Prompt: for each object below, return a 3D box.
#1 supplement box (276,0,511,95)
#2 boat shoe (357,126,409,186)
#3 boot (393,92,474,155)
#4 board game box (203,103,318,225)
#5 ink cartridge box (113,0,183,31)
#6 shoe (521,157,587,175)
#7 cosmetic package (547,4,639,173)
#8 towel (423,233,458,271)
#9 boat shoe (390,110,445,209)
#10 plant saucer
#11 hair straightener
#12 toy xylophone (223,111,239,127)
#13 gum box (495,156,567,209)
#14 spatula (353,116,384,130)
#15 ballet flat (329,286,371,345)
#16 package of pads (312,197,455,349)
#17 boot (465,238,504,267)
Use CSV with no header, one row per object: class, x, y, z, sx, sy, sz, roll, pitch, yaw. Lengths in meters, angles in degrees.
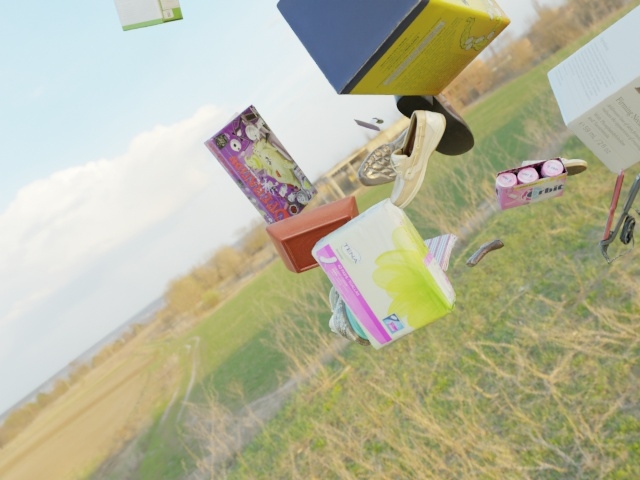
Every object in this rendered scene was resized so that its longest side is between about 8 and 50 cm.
supplement box,0.137,-0.385,0.965,0.356,0.194,0.195,-19,-19,-51
boat shoe,0.236,-0.260,1.845,0.324,0.123,0.116,-34,-2,-29
boot,0.253,-0.356,1.316,0.096,0.264,0.281,-36,40,40
board game box,-0.172,-0.217,1.717,0.056,0.347,0.208,-13,30,54
ink cartridge box,-0.549,-0.789,1.727,0.188,0.256,0.097,4,27,31
shoe,0.761,-0.245,1.855,0.218,0.076,0.059,-4,72,44
cosmetic package,1.065,-0.517,1.935,0.393,0.329,0.328,-37,34,37
towel,0.402,0.056,2.014,0.197,0.029,0.144,-19,45,63
boat shoe,0.144,-0.135,0.932,0.063,0.059,0.170,-117,44,-62
plant saucer,0.000,0.000,1.606,0.258,0.048,0.259,-20,-31,1
hair straightener,0.723,-0.050,1.333,0.088,0.231,0.047,12,19,19
toy xylophone,-0.236,-0.328,1.991,0.081,0.236,0.323,-44,5,0
gum box,0.589,-0.158,1.604,0.188,0.062,0.107,-14,-34,6
spatula,0.178,-0.392,1.885,0.296,0.084,0.031,-44,-29,-67
ballet flat,0.105,0.229,2.056,0.182,0.164,0.483,-43,26,30
package of pads,0.151,0.076,1.311,0.229,0.297,0.101,-33,4,25
boot,0.538,0.046,1.862,0.114,0.037,0.106,-38,2,-22
